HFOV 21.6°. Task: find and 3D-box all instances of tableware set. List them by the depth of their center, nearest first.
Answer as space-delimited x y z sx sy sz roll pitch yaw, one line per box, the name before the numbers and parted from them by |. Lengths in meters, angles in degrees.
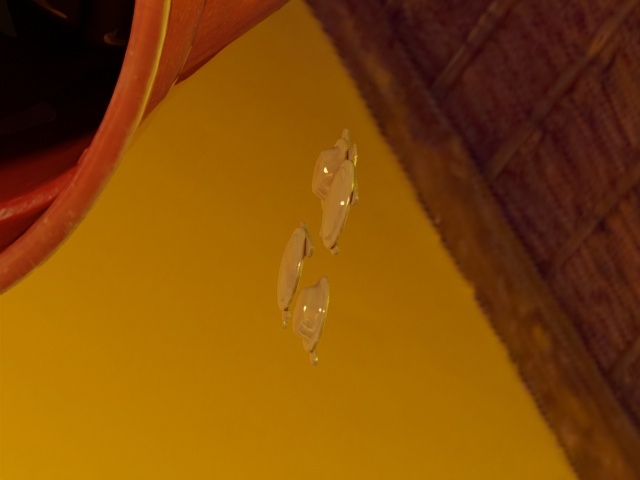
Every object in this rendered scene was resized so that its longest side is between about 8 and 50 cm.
tableware set | 0.000 0.000 1.209 0.020 0.141 0.168 14 -66 -12

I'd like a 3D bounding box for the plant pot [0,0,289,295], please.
plant pot | -0.122 -0.136 0.583 0.272 0.265 0.272 6 -70 18
